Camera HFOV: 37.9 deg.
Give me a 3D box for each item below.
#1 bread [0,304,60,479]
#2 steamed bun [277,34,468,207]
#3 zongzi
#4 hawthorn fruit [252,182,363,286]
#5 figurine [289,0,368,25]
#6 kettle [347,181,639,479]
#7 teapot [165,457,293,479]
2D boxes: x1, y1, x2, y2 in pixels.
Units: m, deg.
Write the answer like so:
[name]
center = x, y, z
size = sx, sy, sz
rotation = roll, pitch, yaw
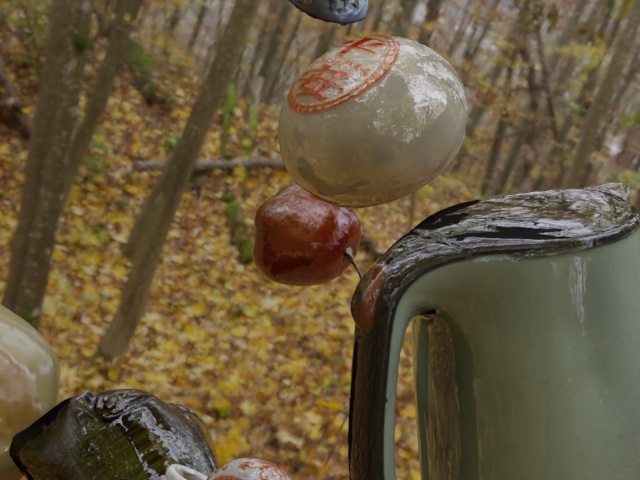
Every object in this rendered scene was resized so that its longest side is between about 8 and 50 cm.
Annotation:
[bread]
center = -0.597, 0.216, 1.340
size = 0.376, 0.348, 0.253
rotation = 38, -26, -30
[steamed bun]
center = 0.052, -0.155, 1.090
size = 0.232, 0.232, 0.145
rotation = 50, -9, 51
[zongzi]
center = -0.184, 0.396, 1.324
size = 0.403, 0.208, 0.432
rotation = 55, 9, 19
[hawthorn fruit]
center = 0.000, 0.000, 1.404
size = 0.204, 0.162, 0.163
rotation = 13, 12, 30
[figurine]
center = 0.049, -0.630, 1.852
size = 0.277, 0.388, 0.248
rotation = 23, 43, -2
[kettle]
center = 0.120, 0.103, 0.598
size = 0.240, 0.255, 0.165
rotation = -16, 18, -30
[teapot]
center = -0.087, 0.313, 1.012
size = 0.246, 0.159, 0.116
rotation = 21, 11, 42
